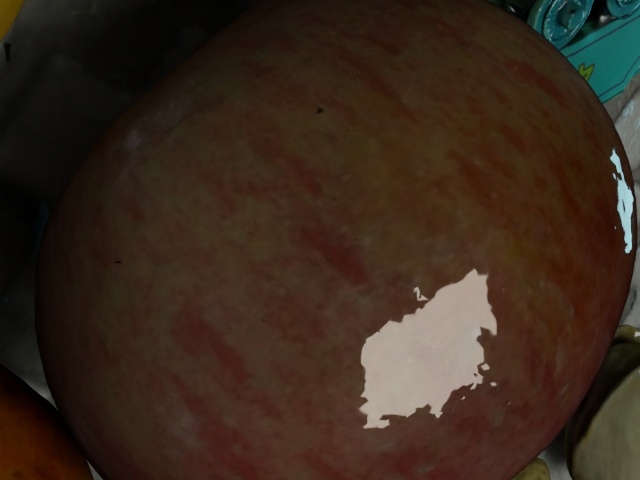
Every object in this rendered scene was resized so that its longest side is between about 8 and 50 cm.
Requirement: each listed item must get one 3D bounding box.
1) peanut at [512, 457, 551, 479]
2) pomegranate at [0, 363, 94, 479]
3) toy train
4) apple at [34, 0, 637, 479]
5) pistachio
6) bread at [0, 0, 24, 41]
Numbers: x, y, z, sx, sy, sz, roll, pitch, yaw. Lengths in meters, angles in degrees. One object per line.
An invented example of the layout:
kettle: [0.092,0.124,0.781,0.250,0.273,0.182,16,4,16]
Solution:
peanut: [0.158,0.270,1.054,0.193,0.089,0.089,-25,129,-37]
pomegranate: [-0.218,0.149,0.544,0.209,0.209,0.209,-23,127,-33]
toy train: [0.173,-0.163,0.797,0.198,0.107,0.154,-29,138,-28]
apple: [0.000,0.000,0.585,0.345,0.345,0.269,-44,116,-15]
pistachio: [0.327,0.199,1.137,0.144,0.144,0.215,-26,124,-30]
bread: [-0.238,-0.176,0.412,0.142,0.091,0.305,-53,139,-13]
